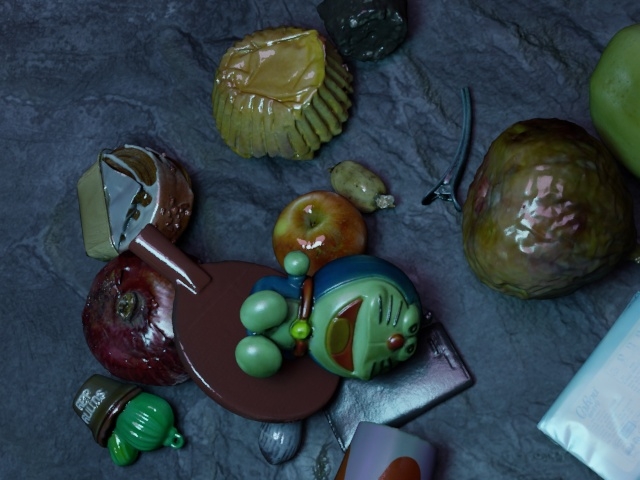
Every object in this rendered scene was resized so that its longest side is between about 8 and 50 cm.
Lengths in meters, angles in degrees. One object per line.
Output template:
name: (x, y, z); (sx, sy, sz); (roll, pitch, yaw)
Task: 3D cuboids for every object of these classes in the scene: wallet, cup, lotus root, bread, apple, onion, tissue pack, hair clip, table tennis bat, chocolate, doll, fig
wallet: (0.118, 0.241, 1.708); (0.244, 0.025, 0.124); (-30, 67, 6)
cup: (0.074, 0.433, 1.584); (0.203, 0.203, 0.288); (13, 70, 21)
lotus root: (0.069, -0.092, 1.811); (0.152, 0.063, 0.072); (33, 75, 27)
bread: (-0.081, -0.274, 1.868); (0.274, 0.149, 0.274); (-7, 68, 17)
apple: (0.000, 0.000, 1.766); (0.163, 0.139, 0.163); (-8, 56, 12)
onion: (-0.287, 0.127, 1.766); (0.252, 0.219, 0.252); (-1, 79, 6)
apple: (0.544, -0.202, 1.590); (0.279, 0.279, 0.279); (-5, 72, 16)
tissue pack: (0.475, 0.233, 1.567); (0.177, 0.089, 0.263); (37, 89, 25)
bread: (-0.334, -0.067, 1.895); (0.212, 0.142, 0.224); (-22, 68, 25)
hair clip: (0.237, -0.159, 1.798); (0.070, 0.039, 0.229); (12, 72, 20)
table tennis bat: (-0.142, 0.124, 1.696); (0.415, 0.051, 0.268); (41, 51, 2)
chocolate: (-0.058, 0.288, 1.725); (0.072, 0.072, 0.167); (10, 74, 20)
doll: (0.023, 0.116, 1.645); (0.322, 0.186, 0.198); (7, 113, -14)
fig: (0.403, -0.011, 1.614); (0.369, 0.286, 0.286); (26, 80, -14)

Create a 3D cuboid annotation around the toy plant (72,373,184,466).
toy plant: (-0.329, 0.315, 1.787); (0.200, 0.105, 0.143); (33, 95, 11)

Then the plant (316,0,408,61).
plant: (0.066, -0.462, 1.886); (0.146, 0.149, 0.274); (-29, 57, 35)
